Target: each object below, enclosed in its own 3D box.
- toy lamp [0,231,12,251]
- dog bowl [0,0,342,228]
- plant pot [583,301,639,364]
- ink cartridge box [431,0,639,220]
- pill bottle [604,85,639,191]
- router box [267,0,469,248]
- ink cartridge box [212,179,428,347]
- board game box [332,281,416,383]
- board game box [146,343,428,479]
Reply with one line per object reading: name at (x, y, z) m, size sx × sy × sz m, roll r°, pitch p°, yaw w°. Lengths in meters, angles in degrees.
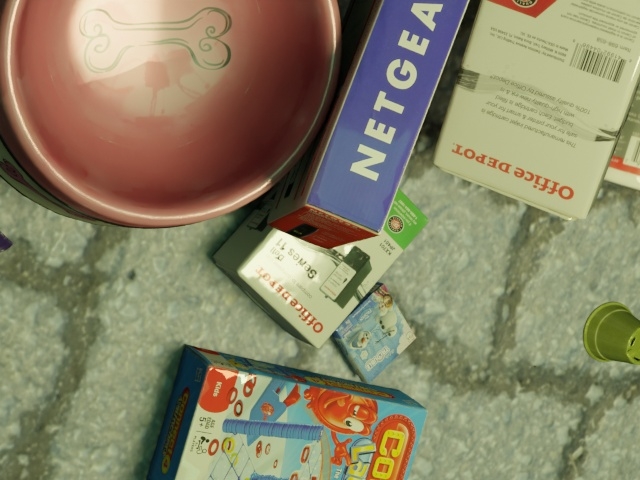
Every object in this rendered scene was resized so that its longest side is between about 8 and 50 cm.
toy lamp at (-0.448, 0.079, 1.645) m, size 0.275 × 0.080 × 0.080 m, roll -49°, pitch 116°, yaw -9°
dog bowl at (-0.159, -0.193, 1.515) m, size 0.407 × 0.150 × 0.408 m, roll -6°, pitch 106°, yaw -20°
plant pot at (0.403, 0.130, 2.044) m, size 0.083 × 0.079 × 0.083 m, roll -5°, pitch 103°, yaw -23°
ink cartridge box at (0.268, -0.188, 1.805) m, size 0.197 × 0.114 × 0.273 m, roll 22°, pitch 114°, yaw 12°
pill bottle at (0.420, -0.203, 1.935) m, size 0.161 × 0.161 × 0.283 m, roll 15°, pitch 94°, yaw -26°
router box at (0.055, -0.163, 1.626) m, size 0.082 × 0.301 × 0.336 m, roll 22°, pitch 85°, yaw -8°
ink cartridge box at (0.000, 0.000, 1.827) m, size 0.153 × 0.087 × 0.208 m, roll 44°, pitch 82°, yaw -25°
board game box at (0.064, 0.114, 1.909) m, size 0.090 × 0.020 × 0.090 m, roll -43°, pitch 117°, yaw -24°
board game box at (-0.056, 0.309, 1.868) m, size 0.301 × 0.086 × 0.308 m, roll 14°, pitch 95°, yaw -26°
